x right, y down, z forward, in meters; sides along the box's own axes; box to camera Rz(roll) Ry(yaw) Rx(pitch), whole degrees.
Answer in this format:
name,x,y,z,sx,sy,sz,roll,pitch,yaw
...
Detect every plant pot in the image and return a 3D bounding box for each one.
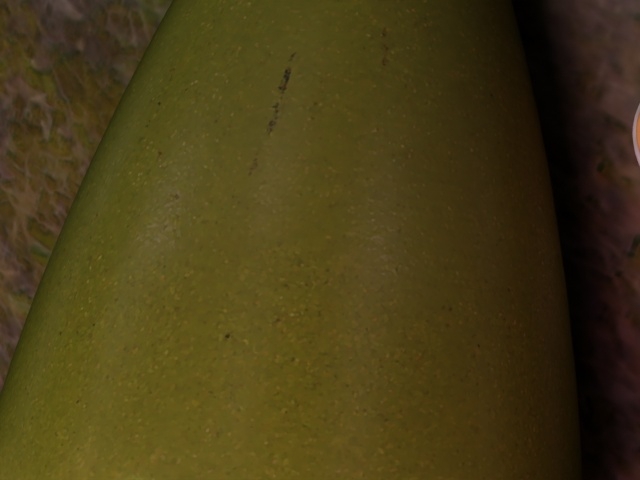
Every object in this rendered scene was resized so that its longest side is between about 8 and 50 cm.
name,x,y,z,sx,sy,sz,roll,pitch,yaw
plant pot,0.000,0.000,0.717,0.275,0.275,0.293,-2,76,45

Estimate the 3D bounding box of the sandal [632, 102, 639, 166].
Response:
name,x,y,z,sx,sy,sz,roll,pitch,yaw
sandal,0.222,-0.016,0.598,0.265,0.076,0.102,33,113,38
